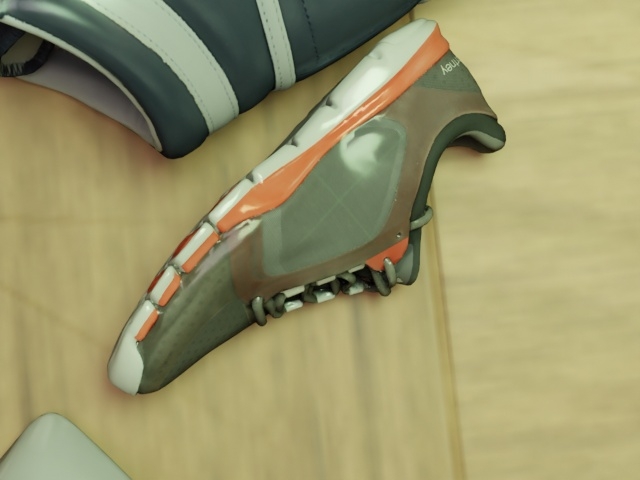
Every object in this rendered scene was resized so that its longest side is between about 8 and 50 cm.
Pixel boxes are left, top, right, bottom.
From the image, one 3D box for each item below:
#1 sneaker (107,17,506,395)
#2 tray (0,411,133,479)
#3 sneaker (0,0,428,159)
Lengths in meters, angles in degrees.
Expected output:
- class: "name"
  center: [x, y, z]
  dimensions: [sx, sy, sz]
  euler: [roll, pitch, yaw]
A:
- class: "sneaker"
  center: [0.000, 0.000, 0.531]
  dimensions: [0.065, 0.061, 0.158]
  euler: [45, 83, -4]
- class: "tray"
  center: [-0.046, 0.174, 0.457]
  dimensions: [0.270, 0.030, 0.145]
  euler: [37, 83, 30]
- class: "sneaker"
  center: [-0.089, -0.156, 0.523]
  dimensions: [0.153, 0.099, 0.282]
  euler: [-40, 90, -9]
